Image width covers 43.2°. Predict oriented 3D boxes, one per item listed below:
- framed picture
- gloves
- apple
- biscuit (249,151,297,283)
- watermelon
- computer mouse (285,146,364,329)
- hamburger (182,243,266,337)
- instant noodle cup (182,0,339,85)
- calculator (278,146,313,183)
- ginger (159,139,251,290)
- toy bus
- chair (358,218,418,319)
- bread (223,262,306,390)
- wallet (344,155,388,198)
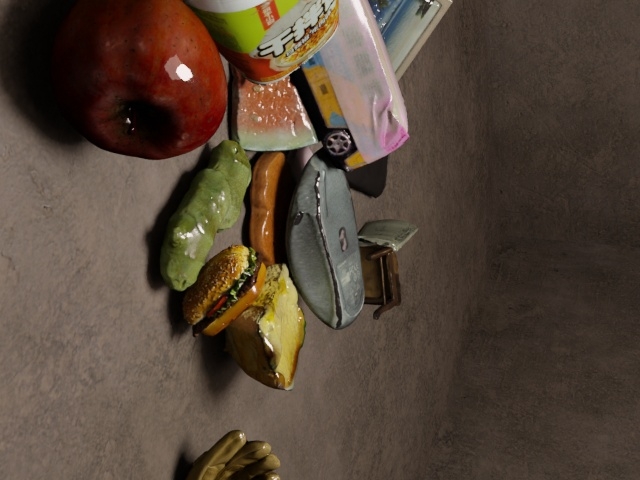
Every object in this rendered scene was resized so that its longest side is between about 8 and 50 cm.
[{"bbox_3d":[0.082,-0.391,1.581,0.315,0.232,0.024,-55,-149,22],"label":"framed picture"},{"bbox_3d":[-0.174,0.471,1.420,0.154,0.141,0.330,-3,110,-41],"label":"gloves"},{"bbox_3d":[-0.230,-0.218,1.021,0.234,0.234,0.233,6,90,-67],"label":"apple"},{"bbox_3d":[-0.087,-0.021,1.615,0.202,0.047,0.333,-58,148,-48],"label":"biscuit"},{"bbox_3d":[-0.088,-0.289,1.485,0.193,0.140,0.256,-51,134,-65],"label":"watermelon"},{"bbox_3d":[-0.004,0.001,1.618,0.203,0.114,0.373,-32,116,-61],"label":"computer mouse"},{"bbox_3d":[-0.166,0.077,1.341,0.087,0.166,0.137,42,20,-16],"label":"hamburger"},{"bbox_3d":[-0.098,-0.397,1.176,0.308,0.294,0.293,64,37,-73],"label":"instant noodle cup"},{"bbox_3d":[-0.043,-0.154,1.699,0.175,0.032,0.100,57,45,-57],"label":"calculator"},{"bbox_3d":[-0.184,-0.044,1.333,0.289,0.089,0.137,-68,179,-45],"label":"ginger"},{"bbox_3d":[0.046,-0.315,1.479,0.171,0.163,0.386,-84,154,-54],"label":"toy bus"},{"bbox_3d":[0.126,0.068,2.008,0.319,0.160,0.186,-28,116,-62],"label":"chair"},{"bbox_3d":[-0.117,0.166,1.482,0.251,0.133,0.174,-79,157,-60],"label":"bread"},{"bbox_3d":[0.101,-0.223,2.005,0.377,0.051,0.197,15,83,-69],"label":"wallet"}]
